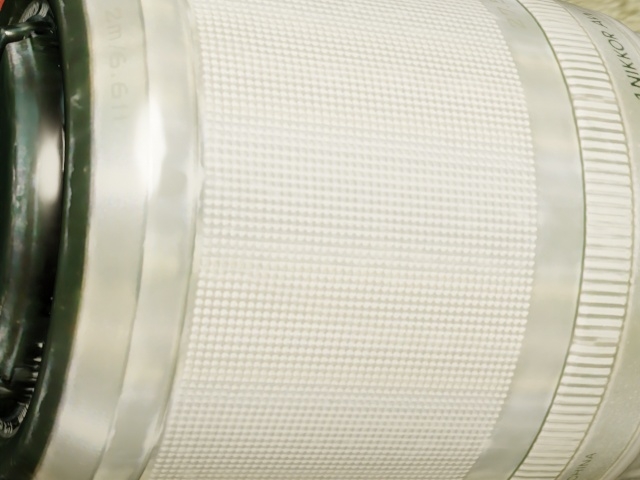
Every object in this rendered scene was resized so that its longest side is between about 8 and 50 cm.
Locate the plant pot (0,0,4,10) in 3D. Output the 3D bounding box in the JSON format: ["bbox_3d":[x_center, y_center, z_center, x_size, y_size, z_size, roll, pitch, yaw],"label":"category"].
[{"bbox_3d":[-0.086,-0.012,0.829,0.235,0.267,0.267,-1,45,14],"label":"plant pot"}]

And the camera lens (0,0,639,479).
[{"bbox_3d":[0.000,0.000,0.568,0.274,0.219,0.219,5,31,-23],"label":"camera lens"}]
